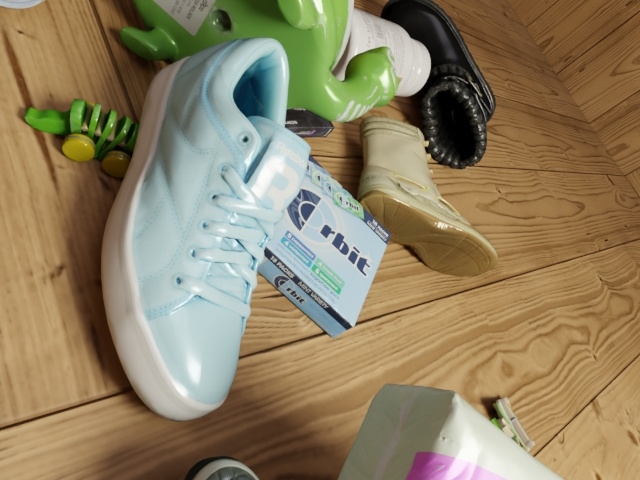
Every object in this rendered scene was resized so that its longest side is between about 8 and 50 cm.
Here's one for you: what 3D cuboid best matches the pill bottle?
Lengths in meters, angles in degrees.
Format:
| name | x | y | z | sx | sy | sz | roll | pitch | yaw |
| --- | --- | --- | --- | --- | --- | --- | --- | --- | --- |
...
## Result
| name | x | y | z | sx | sy | sz | roll | pitch | yaw |
| --- | --- | --- | --- | --- | --- | --- | --- | --- | --- |
| pill bottle | 0.081 | -0.306 | 0.889 | 0.229 | 0.131 | 0.131 | -7 | 66 | -47 |

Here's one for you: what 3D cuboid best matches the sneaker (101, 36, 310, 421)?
| name | x | y | z | sx | sy | sz | roll | pitch | yaw |
| --- | --- | --- | --- | --- | --- | --- | --- | --- | --- |
| sneaker | -0.085 | -0.038 | 0.462 | 0.135 | 0.150 | 0.365 | 27 | 52 | -51 |

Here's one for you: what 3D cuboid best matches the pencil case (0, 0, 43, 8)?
| name | x | y | z | sx | sy | sz | roll | pitch | yaw |
| --- | --- | --- | --- | --- | --- | --- | --- | --- | --- |
| pencil case | -0.317 | -0.368 | 0.558 | 0.124 | 0.114 | 0.273 | 39 | 35 | -47 |

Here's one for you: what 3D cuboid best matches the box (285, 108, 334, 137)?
| name | x | y | z | sx | sy | sz | roll | pitch | yaw |
| --- | --- | --- | --- | --- | --- | --- | --- | --- | --- |
| box | -0.058 | -0.220 | 0.766 | 0.116 | 0.029 | 0.162 | -17 | 74 | -49 |

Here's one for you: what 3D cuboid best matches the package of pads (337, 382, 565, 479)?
| name | x | y | z | sx | sy | sz | roll | pitch | yaw |
| --- | --- | --- | --- | --- | --- | --- | --- | --- | --- |
| package of pads | 0.081 | 0.279 | 0.336 | 0.229 | 0.101 | 0.296 | 39 | 65 | -19 |

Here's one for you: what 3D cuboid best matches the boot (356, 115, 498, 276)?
| name | x | y | z | sx | sy | sz | roll | pitch | yaw |
| --- | --- | --- | --- | --- | --- | --- | --- | --- | --- |
| boot | 0.163 | -0.069 | 0.822 | 0.262 | 0.095 | 0.203 | 25 | 44 | -24 |

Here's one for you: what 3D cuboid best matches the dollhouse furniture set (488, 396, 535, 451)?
| name | x | y | z | sx | sy | sz | roll | pitch | yaw |
| --- | --- | --- | --- | --- | --- | --- | --- | --- | --- |
| dollhouse furniture set | 0.224 | 0.255 | 0.684 | 0.152 | 0.059 | 0.076 | 20 | 38 | -60 |

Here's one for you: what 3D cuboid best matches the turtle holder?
| name | x | y | z | sx | sy | sz | roll | pitch | yaw |
| --- | --- | --- | --- | --- | --- | --- | --- | --- | --- |
| turtle holder | -0.049 | -0.285 | 0.619 | 0.320 | 0.243 | 0.227 | 20 | 52 | 9 |

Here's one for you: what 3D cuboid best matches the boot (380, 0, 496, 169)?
| name | x | y | z | sx | sy | sz | roll | pitch | yaw |
| --- | --- | --- | --- | --- | --- | --- | --- | --- | --- |
| boot | 0.223 | -0.324 | 1.044 | 0.348 | 0.131 | 0.260 | 47 | 39 | -7 |

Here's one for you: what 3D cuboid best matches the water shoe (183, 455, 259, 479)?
| name | x | y | z | sx | sy | sz | roll | pitch | yaw |
| --- | --- | --- | --- | --- | --- | --- | --- | --- | --- |
| water shoe | -0.106 | 0.237 | 0.336 | 0.073 | 0.080 | 0.203 | 41 | 65 | -8 |

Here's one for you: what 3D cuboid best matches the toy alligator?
| name | x | y | z | sx | sy | sz | roll | pitch | yaw |
| --- | --- | --- | --- | --- | --- | --- | --- | --- | --- |
| toy alligator | -0.185 | -0.095 | 0.524 | 0.190 | 0.051 | 0.056 | 23 | 47 | -32 |

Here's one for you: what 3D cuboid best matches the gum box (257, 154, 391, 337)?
| name | x | y | z | sx | sy | sz | roll | pitch | yaw |
| --- | --- | --- | --- | --- | --- | --- | --- | --- | --- |
| gum box | 0.000 | 0.000 | 0.643 | 0.157 | 0.041 | 0.184 | 43 | 40 | -11 |
